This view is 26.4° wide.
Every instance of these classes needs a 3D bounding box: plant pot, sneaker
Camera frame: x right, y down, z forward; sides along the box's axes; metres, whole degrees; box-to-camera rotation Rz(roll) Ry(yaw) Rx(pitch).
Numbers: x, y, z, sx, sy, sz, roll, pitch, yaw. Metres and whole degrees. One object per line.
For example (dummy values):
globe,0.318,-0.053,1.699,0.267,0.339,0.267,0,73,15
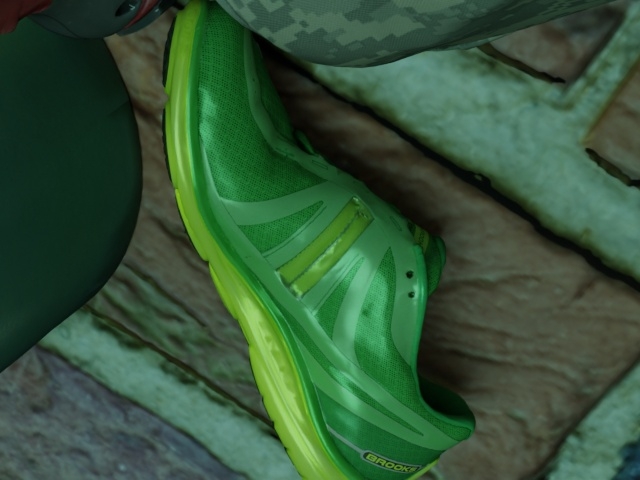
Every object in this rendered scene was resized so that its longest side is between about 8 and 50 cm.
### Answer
plant pot,-0.278,-0.016,0.737,0.293,0.235,0.293,8,119,15
sneaker,0.000,0.000,0.740,0.124,0.109,0.295,-22,108,4

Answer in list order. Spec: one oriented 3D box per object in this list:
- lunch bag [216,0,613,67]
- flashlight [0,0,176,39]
lunch bag,0.107,-0.185,0.494,0.305,0.256,0.212,-15,112,26
flashlight,-0.150,-0.101,0.603,0.103,0.304,0.103,36,124,-3
